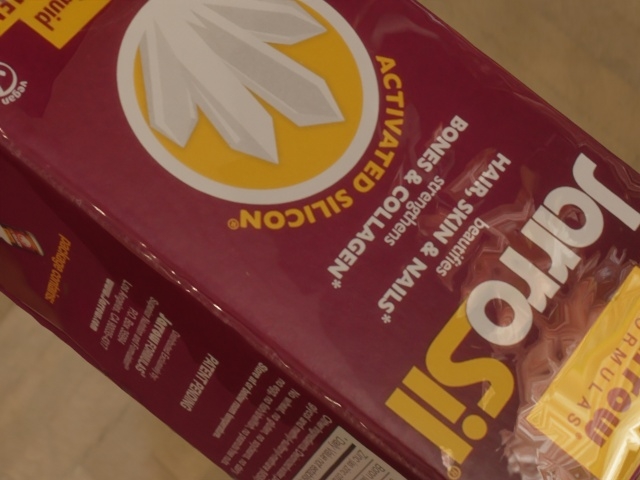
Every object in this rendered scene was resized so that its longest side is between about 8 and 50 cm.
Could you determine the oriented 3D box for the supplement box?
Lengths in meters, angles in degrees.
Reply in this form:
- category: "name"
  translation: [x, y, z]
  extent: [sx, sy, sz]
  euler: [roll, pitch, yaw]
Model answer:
- category: "supplement box"
  translation: [0.000, 0.000, 0.424]
  extent: [0.188, 0.081, 0.104]
  euler: [38, 62, 4]
